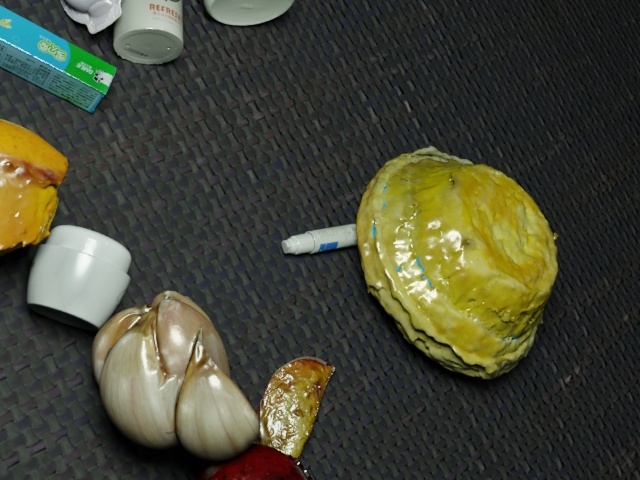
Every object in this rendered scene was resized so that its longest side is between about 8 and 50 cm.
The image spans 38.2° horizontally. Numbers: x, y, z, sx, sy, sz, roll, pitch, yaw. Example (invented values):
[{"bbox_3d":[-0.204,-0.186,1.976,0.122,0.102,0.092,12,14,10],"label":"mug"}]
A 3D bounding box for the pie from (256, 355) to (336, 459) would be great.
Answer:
[{"bbox_3d":[-0.041,0.232,1.247,0.088,0.033,0.191,30,59,-15],"label":"pie"}]

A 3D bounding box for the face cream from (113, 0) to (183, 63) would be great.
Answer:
[{"bbox_3d":[-0.243,-0.366,1.302,0.096,0.096,0.214,7,69,-30],"label":"face cream"}]

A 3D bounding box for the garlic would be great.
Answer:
[{"bbox_3d":[-0.177,0.168,1.075,0.160,0.214,0.191,-27,129,-4],"label":"garlic"}]

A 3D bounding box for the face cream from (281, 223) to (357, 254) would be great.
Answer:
[{"bbox_3d":[0.000,0.000,1.355,0.130,0.034,0.034,-9,78,-35],"label":"face cream"}]

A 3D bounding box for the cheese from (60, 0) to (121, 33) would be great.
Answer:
[{"bbox_3d":[-0.317,-0.398,1.255,0.052,0.135,0.244,9,62,-59],"label":"cheese"}]

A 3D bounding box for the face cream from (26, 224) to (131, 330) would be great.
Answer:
[{"bbox_3d":[-0.290,0.045,1.110,0.117,0.117,0.104,24,71,-22],"label":"face cream"}]

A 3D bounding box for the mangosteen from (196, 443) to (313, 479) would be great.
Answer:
[{"bbox_3d":[-0.089,0.340,1.093,0.200,0.200,0.199,11,67,-28],"label":"mangosteen"}]

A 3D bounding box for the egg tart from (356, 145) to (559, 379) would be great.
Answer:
[{"bbox_3d":[0.233,0.018,1.405,0.388,0.169,0.387,20,55,-31],"label":"egg tart"}]

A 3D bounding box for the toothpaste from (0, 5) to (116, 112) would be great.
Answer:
[{"bbox_3d":[-0.400,-0.254,1.185,0.267,0.065,0.050,27,57,-21],"label":"toothpaste"}]

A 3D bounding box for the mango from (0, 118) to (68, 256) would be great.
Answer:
[{"bbox_3d":[-0.460,-0.042,1.010,0.350,0.201,0.199,-1,33,-21],"label":"mango"}]

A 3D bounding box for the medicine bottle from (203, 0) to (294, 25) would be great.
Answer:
[{"bbox_3d":[-0.124,-0.467,1.384,0.143,0.143,0.258,-2,74,-32],"label":"medicine bottle"}]
